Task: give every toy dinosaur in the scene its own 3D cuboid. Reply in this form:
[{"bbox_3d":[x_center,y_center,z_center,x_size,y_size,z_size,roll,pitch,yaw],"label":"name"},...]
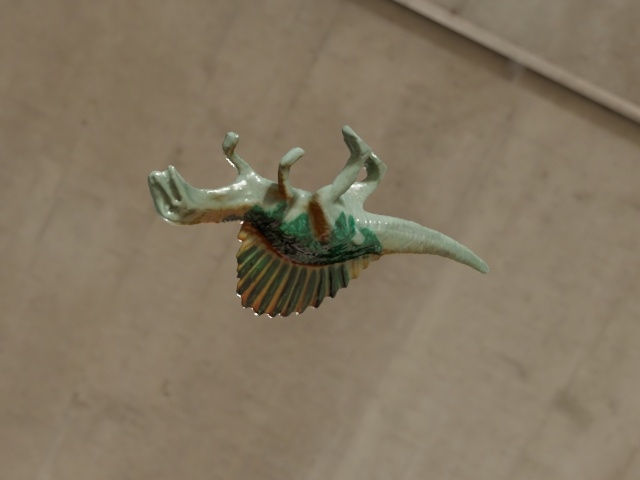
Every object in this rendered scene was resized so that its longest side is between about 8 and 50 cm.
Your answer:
[{"bbox_3d":[-0.001,-0.001,0.967,0.106,0.187,0.044,-46,-141,1],"label":"toy dinosaur"}]
